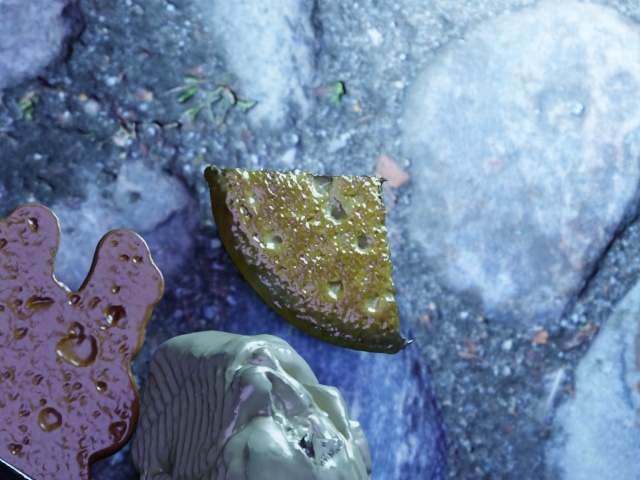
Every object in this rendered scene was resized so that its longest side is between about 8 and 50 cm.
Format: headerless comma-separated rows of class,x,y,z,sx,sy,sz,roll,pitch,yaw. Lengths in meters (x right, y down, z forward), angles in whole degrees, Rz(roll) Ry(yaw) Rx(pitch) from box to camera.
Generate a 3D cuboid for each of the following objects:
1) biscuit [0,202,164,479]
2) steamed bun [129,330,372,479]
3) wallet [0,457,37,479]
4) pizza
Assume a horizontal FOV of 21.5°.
biscuit,-0.277,0.132,1.711,0.202,0.047,0.333,13,72,-12
steamed bun,-0.064,0.240,1.635,0.206,0.275,0.320,19,65,-29
wallet,-0.291,0.248,1.558,0.245,0.168,0.052,37,59,-18
pizza,0.000,0.000,1.830,0.292,0.058,0.197,40,66,-5
